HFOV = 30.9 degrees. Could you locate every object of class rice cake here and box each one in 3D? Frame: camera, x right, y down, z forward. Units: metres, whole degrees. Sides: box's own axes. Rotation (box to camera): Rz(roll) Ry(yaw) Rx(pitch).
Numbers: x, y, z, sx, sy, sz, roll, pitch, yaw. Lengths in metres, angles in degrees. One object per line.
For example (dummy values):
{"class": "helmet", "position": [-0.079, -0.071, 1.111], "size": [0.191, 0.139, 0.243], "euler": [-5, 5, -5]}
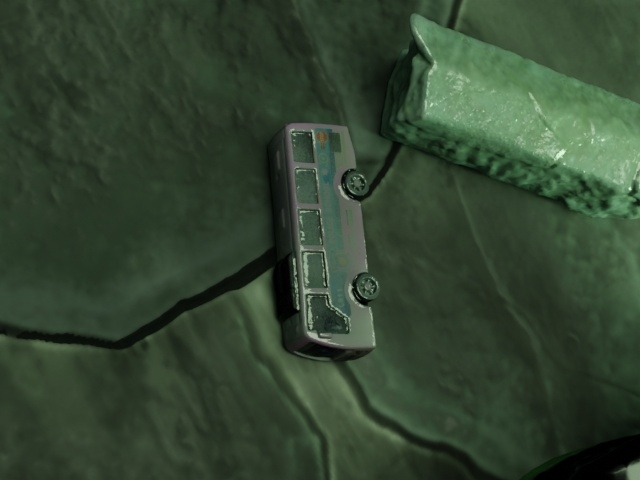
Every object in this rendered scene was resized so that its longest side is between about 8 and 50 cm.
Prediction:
{"class": "rice cake", "position": [0.128, -0.069, 0.712], "size": [0.206, 0.063, 0.069], "euler": [15, 72, -22]}

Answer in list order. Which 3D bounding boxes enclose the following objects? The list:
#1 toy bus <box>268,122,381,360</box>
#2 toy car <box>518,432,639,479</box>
{"class": "toy bus", "position": [0.000, 0.000, 0.636], "size": [0.052, 0.037, 0.131], "euler": [3, 71, -25]}
{"class": "toy car", "position": [0.236, 0.172, 0.632], "size": [0.358, 0.176, 0.213], "euler": [-22, 84, -28]}
